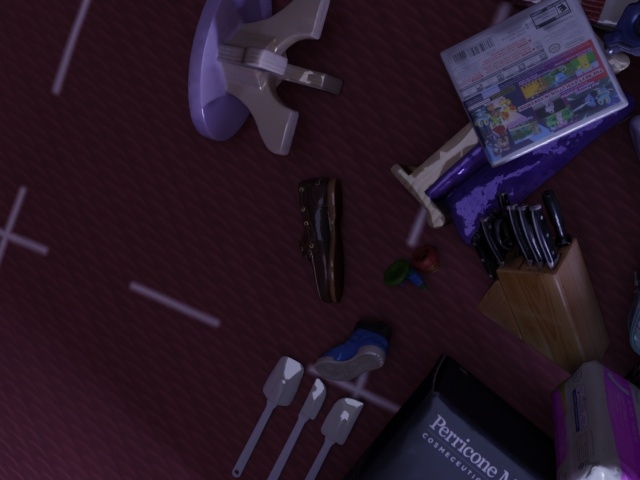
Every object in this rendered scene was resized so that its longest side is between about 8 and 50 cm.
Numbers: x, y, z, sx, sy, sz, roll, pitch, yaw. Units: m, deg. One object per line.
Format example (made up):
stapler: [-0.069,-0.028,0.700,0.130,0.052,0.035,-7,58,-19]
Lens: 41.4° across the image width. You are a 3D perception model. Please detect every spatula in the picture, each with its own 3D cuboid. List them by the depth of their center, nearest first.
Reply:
spatula: [-0.049,0.336,1.454,0.168,0.019,0.242,29,104,9]

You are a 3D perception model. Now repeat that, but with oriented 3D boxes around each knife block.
knife block: [0.342,0.053,1.239,0.275,0.242,0.088,36,56,8]

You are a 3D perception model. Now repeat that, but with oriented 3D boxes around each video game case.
video game case: [0.295,-0.226,1.184,0.201,0.023,0.184,-25,84,14]

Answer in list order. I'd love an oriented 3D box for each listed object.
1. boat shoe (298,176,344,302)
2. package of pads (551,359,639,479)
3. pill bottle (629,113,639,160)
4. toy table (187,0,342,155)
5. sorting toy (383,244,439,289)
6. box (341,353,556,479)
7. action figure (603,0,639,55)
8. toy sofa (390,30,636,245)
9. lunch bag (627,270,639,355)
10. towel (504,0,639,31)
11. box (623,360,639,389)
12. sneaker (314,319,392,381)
boat shoe: [0.000,0.000,1.395,0.073,0.073,0.207,-3,86,15]
package of pads: [0.456,0.319,1.155,0.296,0.229,0.101,33,121,-6]
pill bottle: [0.619,-0.164,1.189,0.318,0.176,0.176,-26,88,13]
toy table: [-0.088,-0.278,1.320,0.160,0.252,0.275,18,109,27]
sorting toy: [0.154,0.053,1.377,0.102,0.061,0.042,-34,120,20]
box: [0.220,0.517,1.268,0.479,0.297,0.472,38,99,8]
action figure: [0.567,-0.294,1.084,0.341,0.178,0.330,11,71,49]
toy sofa: [0.297,-0.156,1.276,0.362,0.150,0.177,-42,83,12]
lunch bag: [0.597,0.104,1.241,0.279,0.108,0.224,17,109,13]
towel: [0.456,-0.431,1.276,0.328,0.037,0.237,20,92,9]
box: [0.543,0.212,1.206,0.175,0.220,0.051,22,56,7]
sneaker: [0.058,0.178,1.404,0.058,0.085,0.152,43,138,-19]
